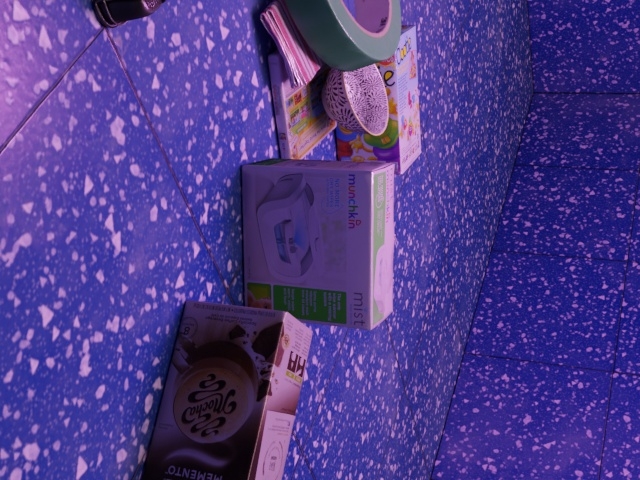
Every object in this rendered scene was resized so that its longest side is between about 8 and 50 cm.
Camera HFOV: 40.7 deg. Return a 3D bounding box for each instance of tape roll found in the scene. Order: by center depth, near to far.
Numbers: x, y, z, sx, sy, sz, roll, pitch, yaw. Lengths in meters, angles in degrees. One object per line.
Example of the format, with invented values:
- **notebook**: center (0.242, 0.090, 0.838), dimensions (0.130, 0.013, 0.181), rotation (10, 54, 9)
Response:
- **tape roll**: center (0.036, -0.461, 1.516), dimensions (0.321, 0.077, 0.321), rotation (28, 56, -51)

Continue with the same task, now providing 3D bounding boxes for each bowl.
- **bowl**: center (0.054, -0.271, 1.624), dimensions (0.170, 0.080, 0.170), rotation (29, 55, -53)

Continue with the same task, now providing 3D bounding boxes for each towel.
- **towel**: center (-0.038, -0.363, 1.495), dimensions (0.144, 0.029, 0.197), rotation (64, 30, -25)

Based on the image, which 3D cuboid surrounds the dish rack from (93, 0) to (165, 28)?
- **dish rack**: center (-0.225, -0.417, 1.027), dimensions (0.208, 0.074, 0.271), rotation (-64, 147, -45)

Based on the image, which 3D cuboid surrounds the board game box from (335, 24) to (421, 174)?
- **board game box**: center (0.115, -0.291, 1.774), dimensions (0.144, 0.142, 0.275), rotation (-46, 136, -57)

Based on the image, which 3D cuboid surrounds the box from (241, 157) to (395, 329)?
- **box**: center (0.000, 0.000, 1.440), dimensions (0.127, 0.231, 0.261), rotation (-26, 119, -65)

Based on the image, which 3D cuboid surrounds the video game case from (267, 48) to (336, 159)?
- **video game case**: center (-0.029, -0.269, 1.586), dimensions (0.227, 0.026, 0.206), rotation (-51, 140, -55)

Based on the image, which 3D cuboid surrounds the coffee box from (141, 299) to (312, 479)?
- **coffee box**: center (-0.134, 0.250, 1.250), dimensions (0.119, 0.168, 0.297), rotation (45, 52, -62)
